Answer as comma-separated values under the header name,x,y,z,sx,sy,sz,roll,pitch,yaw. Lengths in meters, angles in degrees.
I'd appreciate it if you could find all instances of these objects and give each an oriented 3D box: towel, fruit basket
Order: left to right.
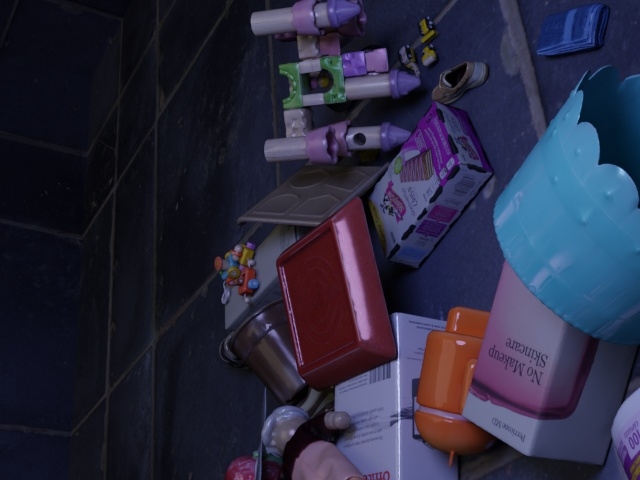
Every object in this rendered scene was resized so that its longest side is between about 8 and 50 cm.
name,x,y,z,sx,sy,sz,roll,pitch,yaw
fruit basket,-0.109,0.491,1.734,0.327,0.165,0.353,-95,17,-72
towel,0.360,-0.301,1.396,0.119,0.029,0.067,4,82,63

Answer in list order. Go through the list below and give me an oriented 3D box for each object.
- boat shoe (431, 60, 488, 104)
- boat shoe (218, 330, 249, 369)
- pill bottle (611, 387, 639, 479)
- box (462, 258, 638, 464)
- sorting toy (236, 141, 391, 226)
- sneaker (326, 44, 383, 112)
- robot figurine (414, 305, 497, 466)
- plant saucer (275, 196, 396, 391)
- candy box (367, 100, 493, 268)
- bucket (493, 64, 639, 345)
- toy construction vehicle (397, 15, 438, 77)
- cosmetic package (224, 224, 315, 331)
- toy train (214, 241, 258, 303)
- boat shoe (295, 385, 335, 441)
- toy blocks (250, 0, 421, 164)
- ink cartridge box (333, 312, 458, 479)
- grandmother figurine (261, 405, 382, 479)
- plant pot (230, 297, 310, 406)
name,x,y,z,sx,sy,sz,roll,pitch,yaw
boat shoe,0.223,-0.267,1.626,0.135,0.045,0.050,-29,53,56
boat shoe,-0.166,0.226,2.112,0.285,0.092,0.103,-9,71,61
pill bottle,0.403,0.278,0.911,0.169,0.169,0.302,-55,34,37
box,0.294,0.144,1.225,0.148,0.126,0.232,22,98,62
sorting toy,0.018,-0.100,1.776,0.229,0.307,0.041,0,120,40
sneaker,0.065,-0.339,1.943,0.178,0.072,0.077,-37,35,43
robot figurine,0.203,0.206,1.378,0.158,0.128,0.220,3,80,54
plant saucer,0.009,0.094,1.563,0.258,0.047,0.259,-35,62,54
candy box,0.174,-0.090,1.616,0.233,0.071,0.159,-57,33,36
bucket,0.340,-0.033,1.067,0.183,0.281,0.281,-55,35,39
toy construction vehicle,0.184,-0.341,1.756,0.086,0.035,0.098,-38,48,36
cosmetic package,-0.053,0.074,1.891,0.309,0.160,0.113,-44,41,46
toy train,-0.170,0.066,1.896,0.166,0.046,0.125,-22,57,60
boat shoe,0.002,0.329,1.754,0.095,0.095,0.257,54,138,28
toy blocks,0.060,-0.290,1.739,0.260,0.309,0.289,-4,97,20
ink cartridge box,0.114,0.272,1.529,0.198,0.114,0.273,-32,52,56
grandmother figurine,-0.011,0.355,1.516,0.208,0.104,0.342,-51,24,0
plant pot,-0.055,0.220,1.808,0.165,0.167,0.167,52,129,25
